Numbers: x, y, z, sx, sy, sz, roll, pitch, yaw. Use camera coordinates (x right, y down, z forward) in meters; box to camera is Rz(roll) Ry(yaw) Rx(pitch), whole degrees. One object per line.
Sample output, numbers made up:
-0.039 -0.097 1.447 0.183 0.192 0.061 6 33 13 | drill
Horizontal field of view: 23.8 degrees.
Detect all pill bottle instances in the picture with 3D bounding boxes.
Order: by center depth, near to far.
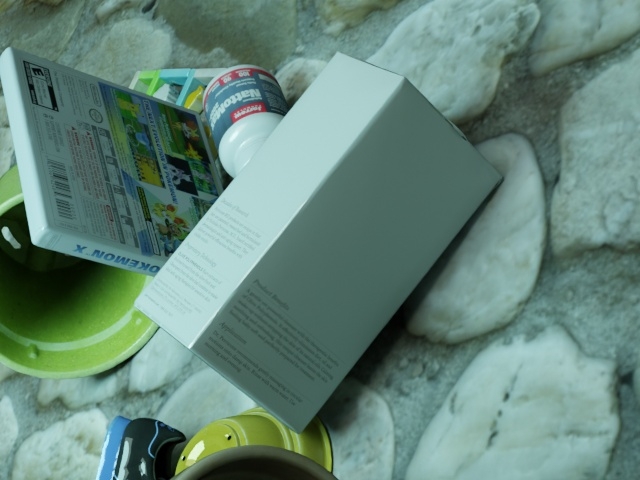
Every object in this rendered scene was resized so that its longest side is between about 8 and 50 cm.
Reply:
-0.084 -0.136 1.953 0.108 0.108 0.180 -42 39 18 | pill bottle

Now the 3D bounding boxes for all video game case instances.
-0.248 -0.086 1.911 0.036 0.300 0.329 -49 42 30 | video game case

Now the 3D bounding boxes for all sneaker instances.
-0.220 0.324 1.784 0.090 0.081 0.232 8 84 14 | sneaker

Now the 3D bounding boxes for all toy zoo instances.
-0.212 -0.158 2.175 0.293 0.030 0.192 7 69 50 | toy zoo

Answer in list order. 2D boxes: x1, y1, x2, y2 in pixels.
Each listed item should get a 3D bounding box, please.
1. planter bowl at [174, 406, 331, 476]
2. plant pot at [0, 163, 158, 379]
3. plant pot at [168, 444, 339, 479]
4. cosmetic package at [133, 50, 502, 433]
-0.097 0.264 1.683 0.217 0.090 0.217 -29 44 32 | planter bowl
-0.353 0.008 2.049 0.276 0.276 0.254 -50 25 9 | plant pot
-0.098 0.356 1.520 0.229 0.263 0.263 -36 37 54 | plant pot
0.000 0.000 1.656 0.365 0.197 0.155 -51 35 -7 | cosmetic package
